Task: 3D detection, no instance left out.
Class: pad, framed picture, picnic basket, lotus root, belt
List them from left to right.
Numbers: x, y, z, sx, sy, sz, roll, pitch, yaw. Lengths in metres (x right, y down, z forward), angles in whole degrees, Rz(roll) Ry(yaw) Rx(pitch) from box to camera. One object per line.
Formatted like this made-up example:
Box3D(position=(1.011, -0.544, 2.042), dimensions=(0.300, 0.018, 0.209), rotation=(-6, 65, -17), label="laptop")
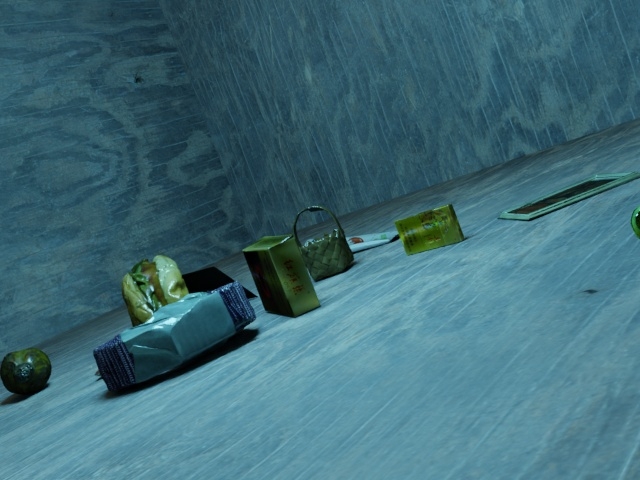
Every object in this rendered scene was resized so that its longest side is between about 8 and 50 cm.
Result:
Box3D(position=(-0.717, 0.319, 1.987), dimensions=(0.120, 0.120, 0.209), rotation=(-22, 6, -17), label="lotus root")
Box3D(position=(-0.284, 0.183, 1.603), dimensions=(0.324, 0.122, 0.260), rotation=(-24, 1, -26), label="belt")
Box3D(position=(-0.300, 0.130, 2.198), dimensions=(0.243, 0.163, 0.004), rotation=(-16, 46, 44), label="pad")
Box3D(position=(0.000, 0.000, 2.050), dimensions=(0.128, 0.179, 0.138), rotation=(-20, 5, 18), label="picnic basket")
Box3D(position=(0.547, -0.100, 1.815), dimensions=(0.273, 0.016, 0.216), rotation=(-21, 5, -5), label="framed picture")

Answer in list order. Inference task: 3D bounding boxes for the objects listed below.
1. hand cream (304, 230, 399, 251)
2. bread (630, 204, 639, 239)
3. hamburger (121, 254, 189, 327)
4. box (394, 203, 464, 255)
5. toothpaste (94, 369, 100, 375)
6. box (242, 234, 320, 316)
Box3D(position=(0.083, 0.012, 2.344), dimensions=(0.335, 0.076, 0.121), rotation=(-11, 10, 25), label="hand cream")
Box3D(position=(0.469, -0.032, 1.045), dimensions=(0.129, 0.071, 0.139), rotation=(-19, 3, -7), label="bread")
Box3D(position=(-0.422, 0.146, 2.091), dimensions=(0.162, 0.209, 0.330), rotation=(-21, 3, -10), label="hamburger")
Box3D(position=(0.242, -0.023, 1.828), dimensions=(0.156, 0.089, 0.022), rotation=(-15, 9, 43), label="box")
Box3D(position=(-0.386, 0.249, 1.794), dimensions=(0.239, 0.039, 0.062), rotation=(-22, 11, 10), label="toothpaste")
Box3D(position=(-0.088, 0.074, 1.730), dimensions=(0.071, 0.159, 0.240), rotation=(-24, 7, -17), label="box")
